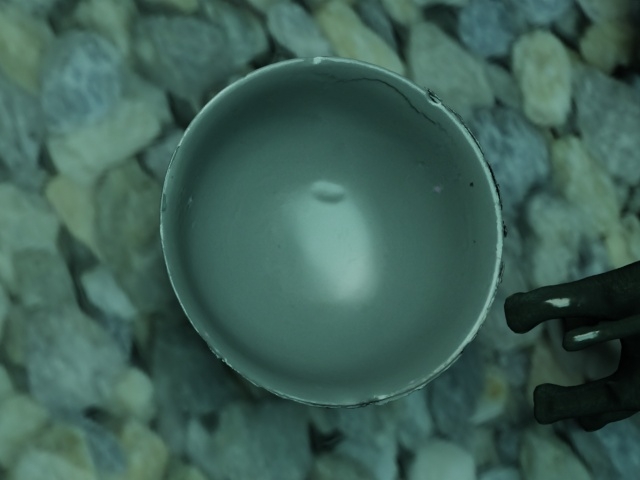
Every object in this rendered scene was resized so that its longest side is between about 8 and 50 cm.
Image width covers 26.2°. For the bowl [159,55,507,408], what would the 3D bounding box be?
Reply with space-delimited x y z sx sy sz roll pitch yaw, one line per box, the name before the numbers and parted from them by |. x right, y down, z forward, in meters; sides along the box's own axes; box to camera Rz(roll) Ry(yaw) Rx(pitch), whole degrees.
bowl | 0.000 0.000 0.756 0.189 0.086 0.189 2 80 -14

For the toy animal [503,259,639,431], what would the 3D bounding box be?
toy animal | 0.204 0.059 0.783 0.269 0.137 0.082 8 70 -55
